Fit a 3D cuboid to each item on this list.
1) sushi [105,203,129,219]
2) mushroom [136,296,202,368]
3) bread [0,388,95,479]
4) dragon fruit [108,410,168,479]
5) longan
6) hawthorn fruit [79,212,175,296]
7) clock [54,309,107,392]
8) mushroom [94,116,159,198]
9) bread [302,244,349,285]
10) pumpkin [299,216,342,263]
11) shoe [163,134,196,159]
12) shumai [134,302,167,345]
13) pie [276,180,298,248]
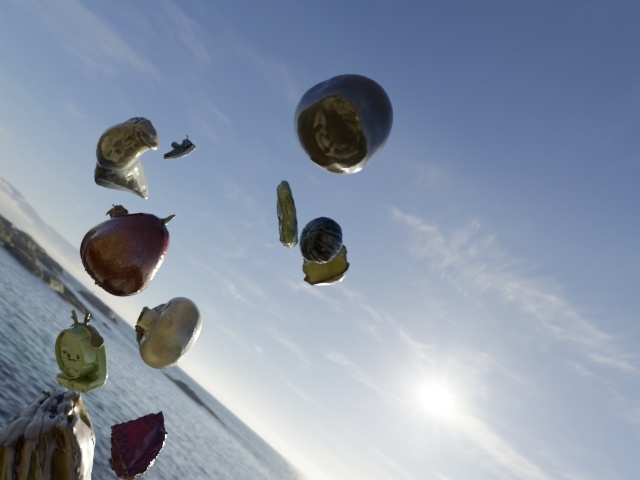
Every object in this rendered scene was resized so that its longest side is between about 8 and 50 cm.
[{"bbox_3d":[-0.559,-0.073,1.145,0.118,0.061,0.060,12,-69,44],"label":"sushi"},{"bbox_3d":[-0.507,0.290,1.355,0.202,0.246,0.246,38,-24,-13],"label":"mushroom"},{"bbox_3d":[-0.648,0.548,0.990,0.191,0.314,0.370,-1,-5,-14],"label":"bread"},{"bbox_3d":[-0.875,0.974,1.886,0.240,0.302,0.330,36,-2,-26],"label":"dragon fruit"},{"bbox_3d":[0.076,-0.400,1.423,0.361,0.361,0.361,32,-26,18],"label":"longan"},{"bbox_3d":[-0.464,0.013,1.026,0.199,0.251,0.199,41,-17,16],"label":"hawthorn fruit"},{"bbox_3d":[-0.963,0.436,1.642,0.234,0.096,0.308,0,-87,31],"label":"clock"},{"bbox_3d":[-0.598,-0.260,1.266,0.177,0.126,0.397,22,-26,-19],"label":"mushroom"},{"bbox_3d":[0.042,0.135,2.027,0.251,0.174,0.133,-20,-27,20],"label":"bread"},{"bbox_3d":[0.000,0.000,1.860,0.161,0.221,0.220,33,-16,-38],"label":"pumpkin"},{"bbox_3d":[-0.593,-0.381,1.718,0.064,0.143,0.071,4,-53,56],"label":"shoe"},{"bbox_3d":[-0.643,0.391,1.615,0.225,0.222,0.261,7,-77,10],"label":"shumai"},{"bbox_3d":[-0.140,-0.101,1.634,0.277,0.078,0.277,170,-90,-80],"label":"pie"}]
